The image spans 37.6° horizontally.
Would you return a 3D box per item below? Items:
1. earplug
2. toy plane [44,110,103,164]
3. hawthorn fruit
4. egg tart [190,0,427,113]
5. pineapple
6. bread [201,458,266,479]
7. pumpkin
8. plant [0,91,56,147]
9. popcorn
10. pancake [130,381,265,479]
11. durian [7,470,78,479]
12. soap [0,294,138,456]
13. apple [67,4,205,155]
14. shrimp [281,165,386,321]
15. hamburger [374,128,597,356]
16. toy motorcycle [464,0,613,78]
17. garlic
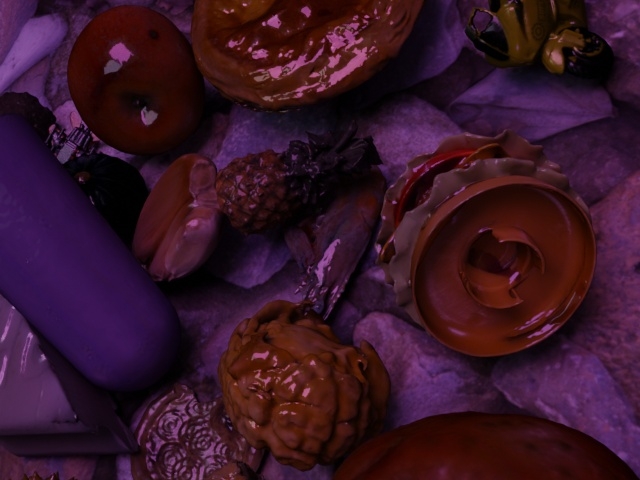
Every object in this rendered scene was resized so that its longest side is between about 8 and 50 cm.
[{"bbox_3d":[-0.393,0.039,1.435,0.215,0.215,0.456,-42,91,0],"label":"earplug"},{"bbox_3d":[-0.479,-0.142,1.755,0.130,0.061,0.189,32,83,6],"label":"toy plane"},{"bbox_3d":[0.152,0.354,0.960,0.402,0.403,0.403,-12,58,21],"label":"hawthorn fruit"},{"bbox_3d":[-0.008,-0.386,1.582,0.443,0.178,0.443,-11,61,20],"label":"egg tart"},{"bbox_3d":[-0.032,-0.099,1.416,0.248,0.128,0.128,-23,55,19],"label":"pineapple"},{"bbox_3d":[-0.112,0.402,1.227,0.138,0.102,0.196,-29,62,8],"label":"bread"},{"bbox_3d":[-0.388,-0.066,1.610,0.194,0.150,0.194,-13,57,21],"label":"pumpkin"},{"bbox_3d":[-0.591,-0.182,1.791,0.129,0.132,0.194,-2,58,29],"label":"plant"},{"bbox_3d":[-0.022,0.193,1.237,0.190,0.250,0.250,-53,52,13],"label":"popcorn"},{"bbox_3d":[-0.183,0.304,1.376,0.235,0.029,0.212,-10,60,24],"label":"pancake"},{"bbox_3d":[-0.422,0.423,1.361,0.306,0.172,0.166,-28,78,1],"label":"durian"},{"bbox_3d":[-0.401,0.194,1.458,0.302,0.159,0.258,-7,58,28],"label":"soap"},{"bbox_3d":[-0.313,-0.270,1.620,0.253,0.253,0.254,-12,58,21],"label":"apple"},{"bbox_3d":[0.000,0.000,1.438,0.164,0.062,0.317,1,60,36],"label":"shrimp"},{"bbox_3d":[0.204,-0.006,1.207,0.274,0.274,0.212,-32,28,8],"label":"hamburger"},{"bbox_3d":[0.314,-0.376,1.440,0.206,0.142,0.342,3,57,-15],"label":"toy motorcycle"},{"bbox_3d":[-0.220,-0.027,1.520,0.228,0.110,0.217,-38,43,38],"label":"garlic"}]
